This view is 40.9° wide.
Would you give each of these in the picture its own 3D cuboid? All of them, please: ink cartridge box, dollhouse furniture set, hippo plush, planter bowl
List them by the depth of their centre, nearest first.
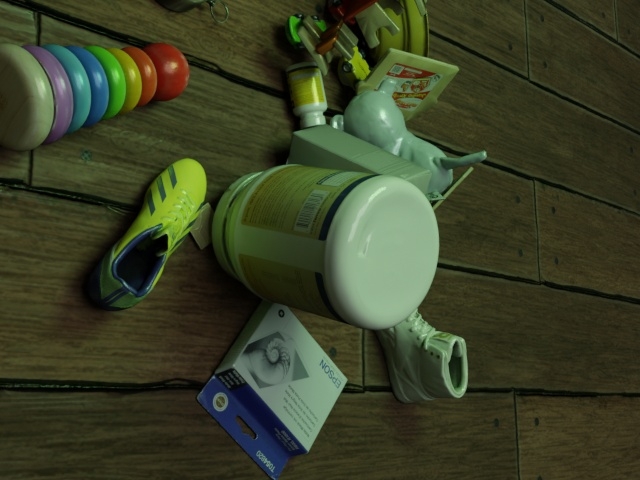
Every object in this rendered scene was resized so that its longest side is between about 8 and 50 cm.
[{"bbox_3d":[-0.072,0.246,1.431,0.223,0.045,0.224,52,50,-25],"label":"ink cartridge box"},{"bbox_3d":[0.088,-0.447,1.521,0.135,0.262,0.259,53,24,-21],"label":"dollhouse furniture set"},{"bbox_3d":[0.110,-0.147,1.587,0.234,0.294,0.236,-45,93,-4],"label":"hippo plush"},{"bbox_3d":[0.143,-0.418,1.721,0.091,0.217,0.217,-7,86,-8],"label":"planter bowl"}]

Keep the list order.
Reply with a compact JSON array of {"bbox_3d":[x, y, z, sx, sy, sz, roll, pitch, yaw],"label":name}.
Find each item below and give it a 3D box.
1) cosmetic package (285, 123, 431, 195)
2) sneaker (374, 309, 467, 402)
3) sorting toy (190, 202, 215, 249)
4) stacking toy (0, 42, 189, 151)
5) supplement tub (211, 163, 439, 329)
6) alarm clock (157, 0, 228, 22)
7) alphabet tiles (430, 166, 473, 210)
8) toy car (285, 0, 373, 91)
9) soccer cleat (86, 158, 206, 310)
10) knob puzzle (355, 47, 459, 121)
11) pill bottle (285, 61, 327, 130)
[{"bbox_3d":[0.057,-0.100,1.482,0.107,0.238,0.127,-21,133,-44],"label":"cosmetic package"},{"bbox_3d":[0.191,0.165,1.628,0.108,0.169,0.292,-25,98,-43],"label":"sneaker"},{"bbox_3d":[-0.183,-0.012,1.395,0.062,0.012,0.083,-42,112,-39],"label":"sorting toy"},{"bbox_3d":[-0.319,-0.223,1.234,0.330,0.141,0.141,-25,100,-52],"label":"stacking toy"},{"bbox_3d":[0.000,0.000,1.333,0.228,0.316,0.228,-10,105,-42],"label":"supplement tub"},{"bbox_3d":[-0.217,-0.435,1.416,0.192,0.064,0.129,44,53,-34],"label":"alarm clock"},{"bbox_3d":[0.178,-0.037,1.640,0.009,0.198,0.237,48,48,-1],"label":"alphabet tiles"},{"bbox_3d":[0.008,-0.392,1.639,0.225,0.053,0.238,-7,86,-45],"label":"toy car"},{"bbox_3d":[-0.233,-0.014,1.263,0.093,0.121,0.289,44,53,-22],"label":"soccer cleat"},{"bbox_3d":[0.148,-0.292,1.675,0.213,0.213,0.030,16,45,-43],"label":"knob puzzle"},{"bbox_3d":[-0.023,-0.264,1.571,0.065,0.065,0.116,-10,88,-46],"label":"pill bottle"}]
